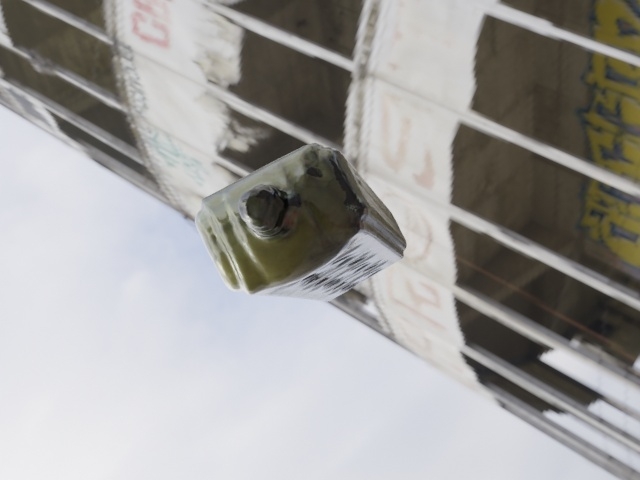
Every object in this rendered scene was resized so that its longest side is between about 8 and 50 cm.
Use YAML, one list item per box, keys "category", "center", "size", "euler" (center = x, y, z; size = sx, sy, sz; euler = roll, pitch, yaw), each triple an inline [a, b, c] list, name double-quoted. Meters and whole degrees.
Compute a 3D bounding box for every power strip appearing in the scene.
- category: "power strip"
  center: [0.000, 0.000, 0.734]
  size: [0.092, 0.066, 0.387]
  euler: [-29, -9, 6]
